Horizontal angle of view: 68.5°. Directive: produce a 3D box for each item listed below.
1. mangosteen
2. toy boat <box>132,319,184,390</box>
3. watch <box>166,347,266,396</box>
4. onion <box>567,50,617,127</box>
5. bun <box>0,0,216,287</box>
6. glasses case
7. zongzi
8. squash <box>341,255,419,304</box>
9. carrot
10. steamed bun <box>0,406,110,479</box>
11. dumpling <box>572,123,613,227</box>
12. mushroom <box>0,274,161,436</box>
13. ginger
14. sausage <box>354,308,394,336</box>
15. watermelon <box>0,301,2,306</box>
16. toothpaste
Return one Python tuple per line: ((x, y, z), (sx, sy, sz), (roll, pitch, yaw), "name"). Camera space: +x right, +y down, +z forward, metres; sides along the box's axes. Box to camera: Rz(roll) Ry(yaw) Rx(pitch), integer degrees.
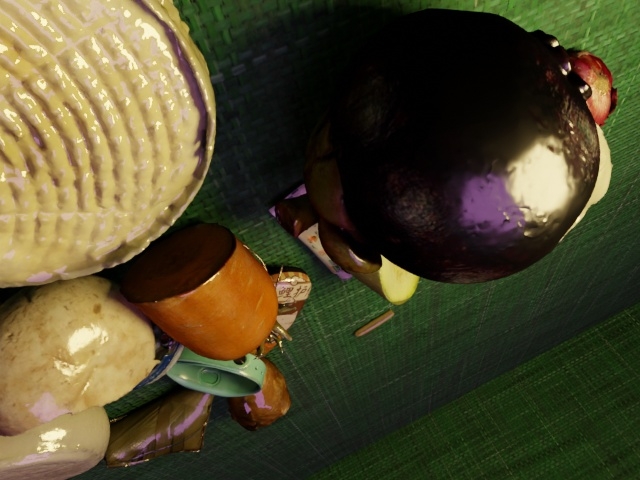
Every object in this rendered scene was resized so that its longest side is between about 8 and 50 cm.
((0.150, -0.097, 0.665), (0.382, 0.382, 0.435), (15, 137, -45), "mangosteen")
((-0.357, 0.217, 0.902), (0.262, 0.114, 0.115), (-44, 153, 24), "toy boat")
((-0.242, 0.285, 1.042), (0.237, 0.068, 0.195), (20, 143, -10), "watch")
((0.471, -0.272, 0.895), (0.150, 0.150, 0.140), (-9, 178, -27), "onion")
((-0.289, -0.135, 0.431), (0.364, 0.202, 0.364), (-16, 138, -15), "bun")
((-0.128, 0.172, 1.041), (0.122, 0.082, 0.321), (5, 134, -32), "glasses case")
((-0.392, 0.420, 1.150), (0.260, 0.123, 0.289), (0, 126, -31), "zongzi")
((0.150, 0.005, 0.965), (0.220, 0.133, 0.220), (-28, 135, -33), "squash")
((-0.177, 0.097, 0.818), (0.193, 0.214, 0.331), (-12, 140, 14), "carrot")
((-0.553, 0.361, 0.891), (0.283, 0.177, 0.283), (-14, 150, -8), "steamed bun")
((0.402, -0.105, 0.922), (0.315, 0.233, 0.395), (-12, 130, 1), "dumpling")
((-0.386, 0.142, 0.703), (0.253, 0.195, 0.189), (-20, 110, -54), "mushroom")
((-0.170, 0.427, 1.266), (0.165, 0.172, 0.321), (-53, 162, -39), "ginger")
((0.159, 0.247, 1.394), (0.132, 0.024, 0.024), (-34, 145, 5), "sausage")
((-0.574, 0.159, 0.677), (0.188, 0.175, 0.322), (27, 113, -3), "watermelon")
((0.000, 0.000, 0.946), (0.056, 0.058, 0.314), (3, 152, 27), "toothpaste")
